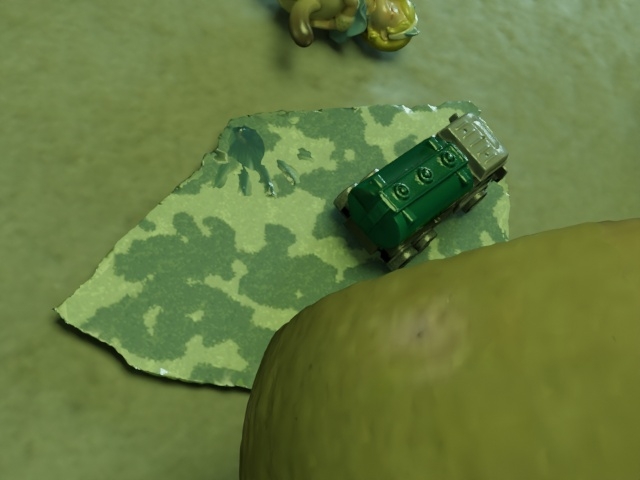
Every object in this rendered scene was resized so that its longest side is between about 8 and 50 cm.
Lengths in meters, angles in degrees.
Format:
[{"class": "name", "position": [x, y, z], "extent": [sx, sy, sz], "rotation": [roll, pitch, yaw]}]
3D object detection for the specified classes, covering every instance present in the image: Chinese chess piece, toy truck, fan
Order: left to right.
[{"class": "fan", "position": [0.000, 0.000, 0.609], "extent": [0.240, 0.009, 0.131], "rotation": [-27, 71, -37]}, {"class": "toy truck", "position": [0.044, -0.023, 0.613], "extent": [0.083, 0.044, 0.039], "rotation": [-35, 81, -38]}, {"class": "Chinese chess piece", "position": [0.110, 0.069, 0.439], "extent": [0.270, 0.270, 0.112], "rotation": [-1, 76, -25]}]

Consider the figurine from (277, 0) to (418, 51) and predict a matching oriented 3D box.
[{"class": "figurine", "position": [0.014, -0.109, 0.679], "extent": [0.083, 0.047, 0.051], "rotation": [-5, 73, -36]}]
